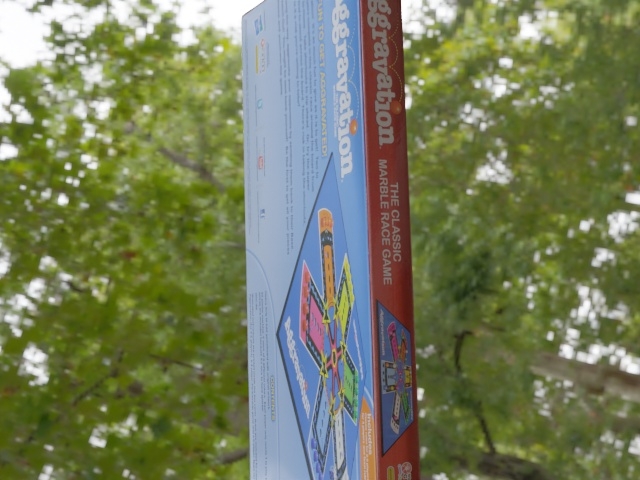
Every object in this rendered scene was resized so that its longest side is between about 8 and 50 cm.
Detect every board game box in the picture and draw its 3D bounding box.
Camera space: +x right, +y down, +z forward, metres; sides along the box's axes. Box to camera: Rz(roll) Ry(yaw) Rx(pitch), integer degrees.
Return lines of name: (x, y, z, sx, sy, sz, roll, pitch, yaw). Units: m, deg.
board game box: (0.000, 0.000, 0.584, 0.027, 0.145, 0.281, 2, -97, -26)
